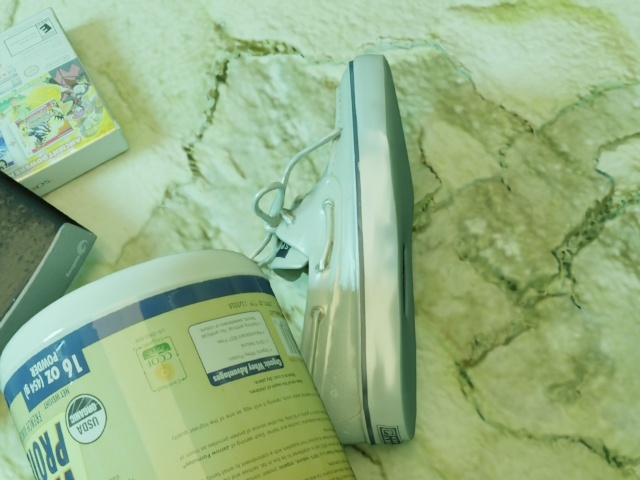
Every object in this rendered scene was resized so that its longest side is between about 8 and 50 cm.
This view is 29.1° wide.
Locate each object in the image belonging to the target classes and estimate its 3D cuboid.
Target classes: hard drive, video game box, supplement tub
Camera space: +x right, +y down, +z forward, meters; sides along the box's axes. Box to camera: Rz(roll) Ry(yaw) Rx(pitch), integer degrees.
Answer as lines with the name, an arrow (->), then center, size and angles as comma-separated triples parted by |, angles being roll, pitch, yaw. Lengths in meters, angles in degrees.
hard drive -> -0.348, 0.053, 1.157 | 0.172, 0.054, 0.254 | 33, 80, 14
video game box -> -0.327, -0.123, 1.274 | 0.205, 0.048, 0.187 | -29, 60, -5
supplement tub -> -0.092, 0.190, 0.948 | 0.228, 0.228, 0.316 | -24, 74, -3

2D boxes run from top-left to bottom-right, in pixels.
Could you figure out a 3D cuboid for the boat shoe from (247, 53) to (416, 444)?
boat shoe -> 0.002, 0.004, 1.113 | 0.156, 0.136, 0.367 | -4, 72, 11
